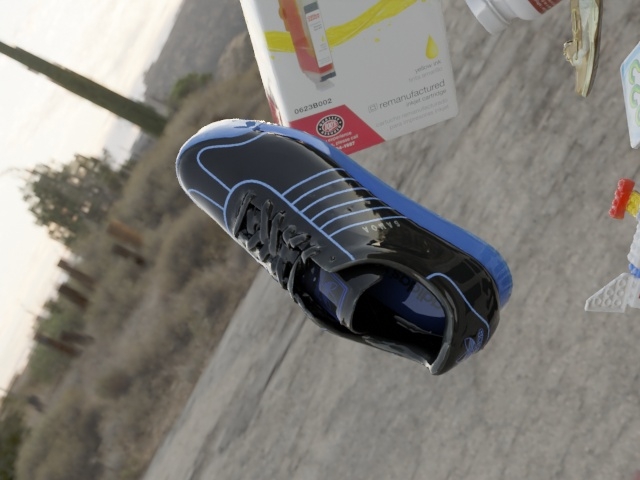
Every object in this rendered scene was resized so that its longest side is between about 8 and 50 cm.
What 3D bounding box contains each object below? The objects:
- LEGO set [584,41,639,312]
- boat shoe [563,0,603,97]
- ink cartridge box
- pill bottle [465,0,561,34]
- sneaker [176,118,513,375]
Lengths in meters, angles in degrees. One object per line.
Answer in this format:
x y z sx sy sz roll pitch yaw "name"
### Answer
0.224 -0.065 0.613 0.182 0.060 0.244 116 158 -61 "LEGO set"
0.348 -0.259 1.320 0.050 0.045 0.135 -40 -45 -60 "boat shoe"
0.033 -0.341 1.512 0.160 0.279 0.385 -118 10 -55 "ink cartridge box"
0.303 -0.382 1.361 0.216 0.121 0.121 -34 19 24 "pill bottle"
0.000 0.000 0.596 0.090 0.232 0.081 -42 -27 -54 "sneaker"
